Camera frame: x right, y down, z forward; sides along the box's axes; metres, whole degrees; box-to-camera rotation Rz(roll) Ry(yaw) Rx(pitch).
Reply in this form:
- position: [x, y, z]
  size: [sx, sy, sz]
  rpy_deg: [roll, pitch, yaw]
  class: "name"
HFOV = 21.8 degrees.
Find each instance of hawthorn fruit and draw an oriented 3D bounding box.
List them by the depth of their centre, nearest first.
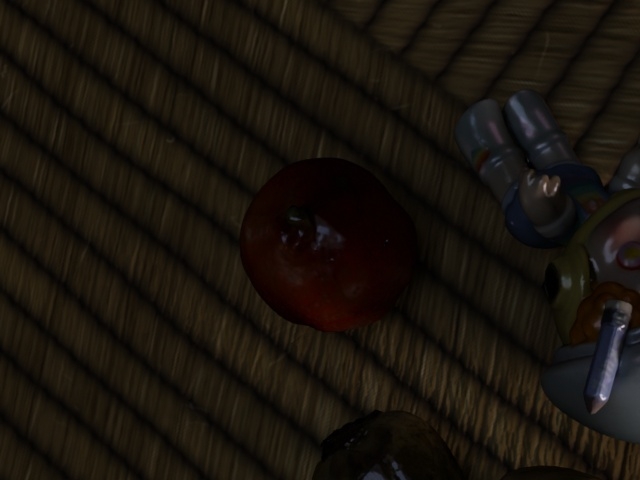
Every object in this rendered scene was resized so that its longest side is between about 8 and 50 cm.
- position: [0.000, 0.000, 1.528]
  size: [0.169, 0.188, 0.169]
  rpy_deg: [-9, 70, 25]
  class: "hawthorn fruit"

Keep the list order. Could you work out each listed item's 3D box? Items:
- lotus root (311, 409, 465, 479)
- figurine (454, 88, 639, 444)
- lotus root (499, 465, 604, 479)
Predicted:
- position: [0.073, 0.252, 1.485]
  size: [0.138, 0.138, 0.214]
  rpy_deg: [-32, 70, 16]
  class: "lotus root"
- position: [0.264, 0.020, 1.437]
  size: [0.381, 0.225, 0.205]
  rpy_deg: [-110, 24, -43]
  class: "figurine"
- position: [0.198, 0.267, 1.362]
  size: [0.140, 0.257, 0.154]
  rpy_deg: [-5, 100, -8]
  class: "lotus root"
